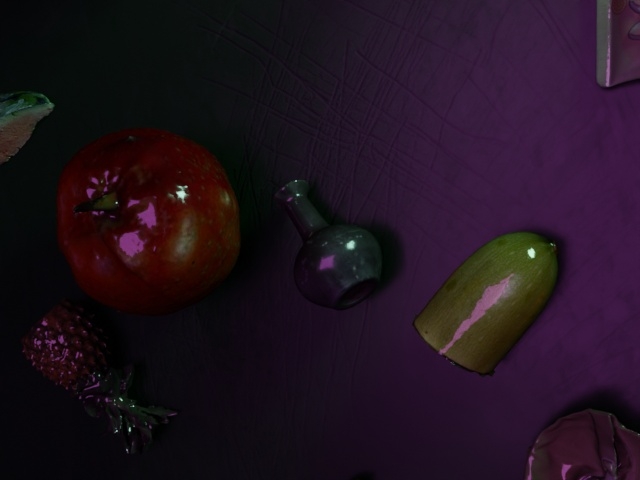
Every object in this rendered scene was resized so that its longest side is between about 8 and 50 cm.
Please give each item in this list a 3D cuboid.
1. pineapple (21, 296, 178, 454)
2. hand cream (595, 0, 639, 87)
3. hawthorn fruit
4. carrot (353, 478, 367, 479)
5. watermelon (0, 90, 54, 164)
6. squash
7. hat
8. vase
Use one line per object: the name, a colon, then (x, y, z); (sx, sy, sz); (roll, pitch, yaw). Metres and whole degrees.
pineapple: (-0.327, 0.206, 1.317); (0.125, 0.125, 0.251); (-43, 88, 18)
hand cream: (0.460, -0.253, 0.991); (0.305, 0.093, 0.147); (0, 92, 30)
hawthorn fruit: (-0.242, -0.023, 1.156); (0.254, 0.300, 0.254); (0, 91, 20)
carrot: (-0.025, 0.444, 1.231); (0.066, 0.066, 0.314); (36, 102, 16)
watermelon: (-0.482, -0.187, 1.381); (0.155, 0.080, 0.101); (-32, 46, 22)
squash: (0.212, 0.066, 1.082); (0.123, 0.123, 0.187); (43, 108, 14)
hat: (0.351, 0.293, 1.078); (0.173, 0.144, 0.166); (23, 94, -25)
vase: (0.000, 0.000, 1.170); (0.120, 0.120, 0.183); (-43, 64, 18)
